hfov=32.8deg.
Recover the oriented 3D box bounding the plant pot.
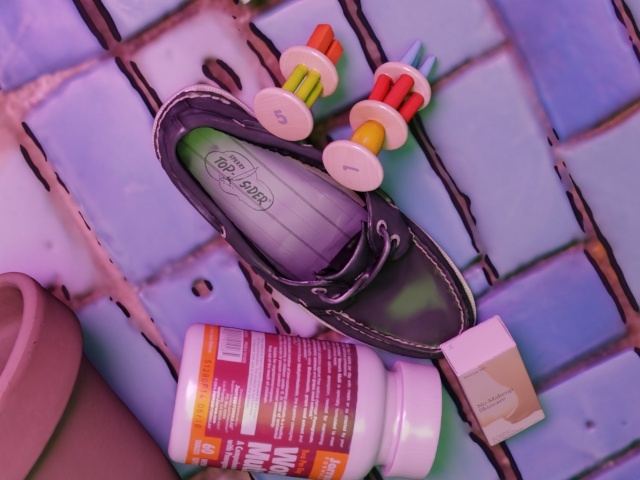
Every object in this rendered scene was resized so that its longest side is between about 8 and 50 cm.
[{"bbox_3d":[-0.239,0.196,0.884,0.263,0.263,0.229,-43,118,5],"label":"plant pot"}]

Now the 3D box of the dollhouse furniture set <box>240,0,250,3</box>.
[{"bbox_3d":[-0.060,-0.374,0.842,0.197,0.151,0.302,-29,132,-4],"label":"dollhouse furniture set"}]

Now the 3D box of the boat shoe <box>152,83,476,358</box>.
[{"bbox_3d":[0.002,-0.003,0.913,0.340,0.113,0.127,44,94,-12],"label":"boat shoe"}]

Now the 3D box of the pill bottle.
[{"bbox_3d":[-0.014,0.144,0.938,0.221,0.121,0.121,9,101,-6],"label":"pill bottle"}]

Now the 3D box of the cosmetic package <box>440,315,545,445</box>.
[{"bbox_3d":[0.153,0.125,0.963,0.060,0.041,0.115,-29,132,2],"label":"cosmetic package"}]

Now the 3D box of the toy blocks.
[{"bbox_3d":[0.028,-0.129,0.890,0.123,0.054,0.148,36,56,-8],"label":"toy blocks"}]
